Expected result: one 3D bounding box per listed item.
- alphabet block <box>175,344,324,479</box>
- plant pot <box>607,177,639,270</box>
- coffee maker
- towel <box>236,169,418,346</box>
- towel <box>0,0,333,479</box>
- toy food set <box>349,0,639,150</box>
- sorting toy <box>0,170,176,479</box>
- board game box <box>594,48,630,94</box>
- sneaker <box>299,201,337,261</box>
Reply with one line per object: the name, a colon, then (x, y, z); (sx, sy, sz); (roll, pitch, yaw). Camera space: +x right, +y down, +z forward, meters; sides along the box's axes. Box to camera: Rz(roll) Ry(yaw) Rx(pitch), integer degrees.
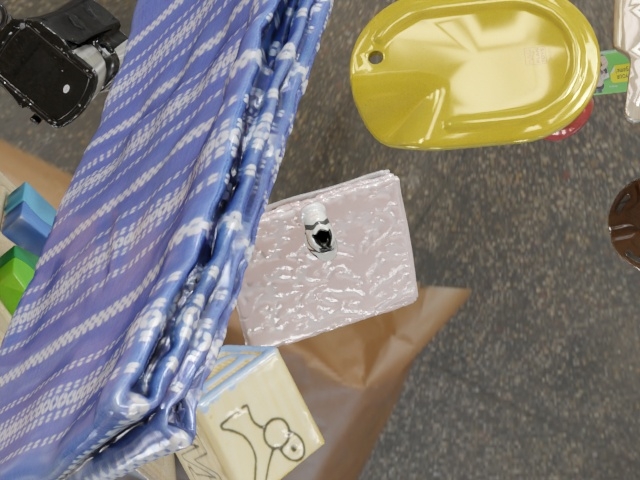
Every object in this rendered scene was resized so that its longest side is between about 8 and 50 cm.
alphabet block: (-0.145, 0.310, 1.874); (0.193, 0.192, 0.197); (-5, 114, 57)
plant pot: (0.462, -0.028, 1.415); (0.167, 0.165, 0.167); (5, 99, 34)
coffee maker: (-0.322, -0.243, 1.347); (0.120, 0.178, 0.171); (-23, 107, 16)
towel: (-0.002, 0.042, 1.917); (0.331, 0.053, 0.317); (-17, 131, -5)
towel: (-0.075, -0.046, 0.476); (0.040, 0.336, 0.243); (30, 146, -22)
toy food set: (0.133, -0.117, 0.807); (0.217, 0.128, 0.071); (-3, 160, 7)
sorting toy: (-0.157, 0.068, 0.704); (0.041, 0.307, 0.229); (-34, 118, 6)
board game box: (0.343, -0.200, 1.273); (0.213, 0.317, 0.046); (-14, 99, -25)
sneaker: (0.000, 0.000, 1.339); (0.040, 0.044, 0.109); (-22, 146, 0)
